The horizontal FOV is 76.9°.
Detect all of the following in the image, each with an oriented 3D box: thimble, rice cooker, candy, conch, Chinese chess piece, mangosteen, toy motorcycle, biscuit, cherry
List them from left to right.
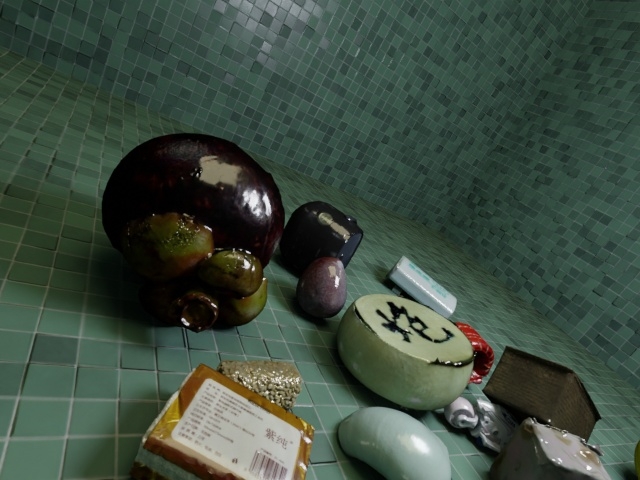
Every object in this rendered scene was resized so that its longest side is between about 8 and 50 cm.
[{"bbox_3d":[-0.244,-0.024,0.870,0.421,0.381,0.381,53,26,21],"label":"mangosteen"},{"bbox_3d":[-0.115,0.267,0.753,0.168,0.071,0.082,17,13,-30],"label":"biscuit"},{"bbox_3d":[0.000,0.000,1.364,0.224,0.267,0.267,33,18,18],"label":"rice cooker"},{"bbox_3d":[0.005,0.133,1.136,0.139,0.176,0.176,5,24,-13],"label":"cherry"},{"bbox_3d":[0.146,0.393,0.774,0.221,0.121,0.185,29,-12,13],"label":"conch"},{"bbox_3d":[0.217,0.269,1.043,0.349,0.147,0.349,17,16,-5],"label":"Chinese chess piece"},{"bbox_3d":[0.418,0.341,1.219,0.189,0.163,0.125,21,18,-25],"label":"thimble"},{"bbox_3d":[0.431,0.459,1.010,0.254,0.113,0.112,27,18,-6],"label":"toy motorcycle"},{"bbox_3d":[0.489,0.504,0.851,0.184,0.195,0.137,24,16,-6],"label":"candy"}]

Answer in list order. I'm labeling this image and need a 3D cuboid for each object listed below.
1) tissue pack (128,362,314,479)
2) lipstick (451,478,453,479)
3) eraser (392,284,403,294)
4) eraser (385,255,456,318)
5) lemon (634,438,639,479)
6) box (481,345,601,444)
[{"bbox_3d":[-0.130,0.302,0.594,0.226,0.092,0.183,28,18,-1],"label":"tissue pack"},{"bbox_3d":[0.256,0.489,0.755,0.053,0.054,0.234,22,18,-22],"label":"lipstick"},{"bbox_3d":[0.326,0.202,1.679,0.038,0.019,0.083,36,19,15],"label":"eraser"},{"bbox_3d":[0.419,0.194,1.671,0.290,0.104,0.189,40,17,7],"label":"eraser"},{"bbox_3d":[1.057,0.668,1.130,0.297,0.297,0.297,27,18,-10],"label":"lemon"},{"bbox_3d":[0.569,0.422,1.034,0.184,0.143,0.273,11,-32,54],"label":"box"}]
